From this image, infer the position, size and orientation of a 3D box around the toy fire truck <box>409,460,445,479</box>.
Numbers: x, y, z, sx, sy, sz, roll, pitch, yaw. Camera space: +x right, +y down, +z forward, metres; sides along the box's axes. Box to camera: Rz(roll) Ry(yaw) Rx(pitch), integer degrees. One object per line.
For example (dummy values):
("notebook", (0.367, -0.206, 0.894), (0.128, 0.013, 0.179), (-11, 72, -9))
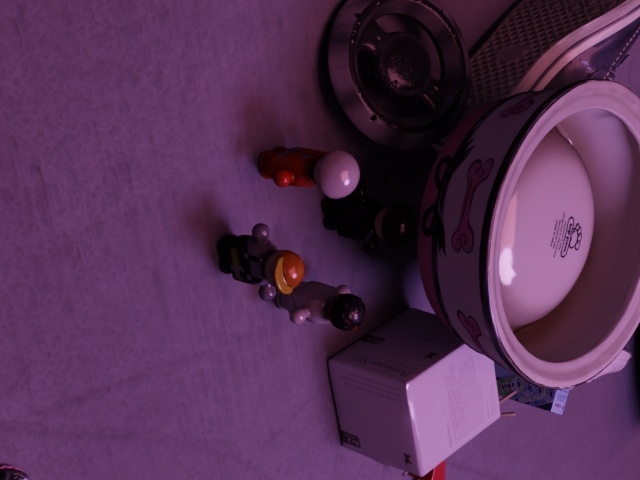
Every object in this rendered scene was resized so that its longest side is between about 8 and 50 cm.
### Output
("toy fire truck", (0.118, 0.418, 1.835), (0.135, 0.047, 0.192), (5, 97, -47))

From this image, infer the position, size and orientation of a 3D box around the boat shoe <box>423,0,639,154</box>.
("boat shoe", (0.350, -0.256, 1.815), (0.500, 0.187, 0.156), (-44, 129, -21))

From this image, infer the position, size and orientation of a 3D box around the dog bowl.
("dog bowl", (0.292, -0.015, 1.619), (0.408, 0.150, 0.407), (-11, 107, -43))

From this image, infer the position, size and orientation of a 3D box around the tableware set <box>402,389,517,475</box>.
("tableware set", (0.202, 0.292, 1.829), (0.194, 0.128, 0.039), (-26, 89, -36))

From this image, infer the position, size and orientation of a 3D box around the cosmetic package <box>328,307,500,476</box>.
("cosmetic package", (0.135, 0.210, 1.725), (0.184, 0.151, 0.151), (-28, 118, -39))

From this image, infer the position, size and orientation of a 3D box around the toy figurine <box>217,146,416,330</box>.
("toy figurine", (0.000, 0.000, 1.540), (0.213, 0.148, 0.209), (41, 70, -43))

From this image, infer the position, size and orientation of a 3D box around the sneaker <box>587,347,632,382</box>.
("sneaker", (0.414, 0.200, 2.061), (0.297, 0.111, 0.129), (9, 109, -43))

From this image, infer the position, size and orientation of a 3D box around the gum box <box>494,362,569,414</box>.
("gum box", (0.330, 0.162, 1.908), (0.041, 0.157, 0.184), (22, 83, -48))

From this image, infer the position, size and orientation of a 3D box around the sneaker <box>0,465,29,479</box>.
("sneaker", (-0.360, 0.277, 1.309), (0.119, 0.057, 0.047), (-12, 106, -45))

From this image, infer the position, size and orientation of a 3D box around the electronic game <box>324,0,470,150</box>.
("electronic game", (0.106, -0.233, 1.630), (0.229, 0.048, 0.229), (2, 86, -30))
